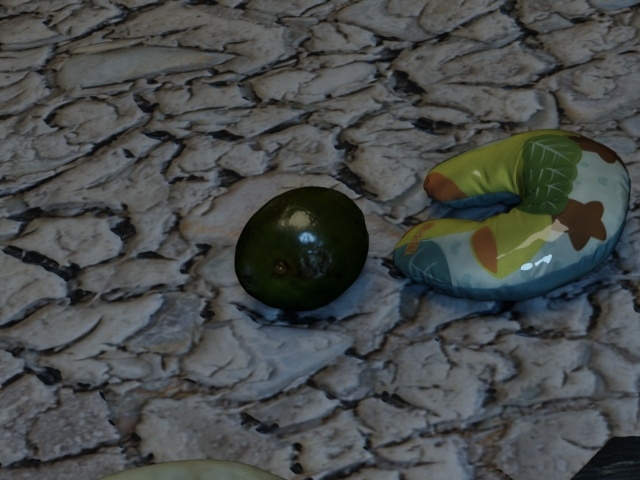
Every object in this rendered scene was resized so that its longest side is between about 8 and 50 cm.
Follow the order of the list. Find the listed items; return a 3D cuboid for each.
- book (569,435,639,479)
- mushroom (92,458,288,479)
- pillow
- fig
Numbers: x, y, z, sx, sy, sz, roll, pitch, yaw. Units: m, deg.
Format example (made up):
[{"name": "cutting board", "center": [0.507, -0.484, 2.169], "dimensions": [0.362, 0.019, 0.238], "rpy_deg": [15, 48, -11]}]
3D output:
[{"name": "book", "center": [0.193, 0.232, 1.326], "dimensions": [0.374, 0.028, 0.262], "rpy_deg": [-36, 15, -36]}, {"name": "mushroom", "center": [-0.086, 0.288, 1.232], "dimensions": [0.314, 0.314, 0.336], "rpy_deg": [-15, 5, -9]}, {"name": "pillow", "center": [0.176, -0.022, 1.780], "dimensions": [0.214, 0.086, 0.233], "rpy_deg": [-5, 34, 25]}, {"name": "fig", "center": [0.000, 0.000, 1.774], "dimensions": [0.117, 0.117, 0.177], "rpy_deg": [9, 15, 25]}]
